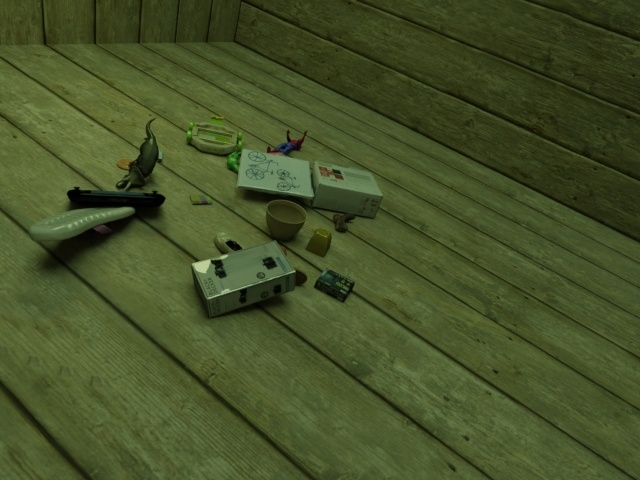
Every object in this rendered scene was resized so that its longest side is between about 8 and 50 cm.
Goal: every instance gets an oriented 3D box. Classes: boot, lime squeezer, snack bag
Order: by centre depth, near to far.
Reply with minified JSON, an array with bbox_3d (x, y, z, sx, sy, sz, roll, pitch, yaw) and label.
[{"bbox_3d":[-0.134,0.077,1.655,0.197,0.073,0.152,19,29,-5],"label":"boot"},{"bbox_3d":[0.111,-0.075,2.028,0.106,0.037,0.114,-2,33,-8],"label":"boot"},{"bbox_3d":[-0.200,-0.302,2.101,0.342,0.037,0.323,8,38,-12],"label":"snack bag"},{"bbox_3d":[-0.391,-0.379,2.202,0.109,0.059,0.310,8,34,-17],"label":"lime squeezer"}]

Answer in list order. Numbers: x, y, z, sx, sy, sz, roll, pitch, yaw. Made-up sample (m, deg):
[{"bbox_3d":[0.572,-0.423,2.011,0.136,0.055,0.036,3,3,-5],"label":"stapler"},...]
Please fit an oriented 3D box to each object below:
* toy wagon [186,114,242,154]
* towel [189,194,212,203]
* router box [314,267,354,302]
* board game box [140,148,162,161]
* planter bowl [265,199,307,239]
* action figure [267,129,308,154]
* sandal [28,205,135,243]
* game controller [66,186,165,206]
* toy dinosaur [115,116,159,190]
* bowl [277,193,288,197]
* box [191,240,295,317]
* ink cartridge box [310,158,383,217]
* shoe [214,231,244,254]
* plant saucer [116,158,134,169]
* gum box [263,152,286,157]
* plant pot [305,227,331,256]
[{"bbox_3d":[-0.533,-0.540,2.354,0.267,0.068,0.344,9,33,-15],"label":"toy wagon"},{"bbox_3d":[-0.487,-0.165,1.882,0.083,0.010,0.060,-4,38,-32],"label":"towel"},{"bbox_3d":[0.051,0.158,1.655,0.122,0.038,0.092,26,34,11],"label":"router box"},{"bbox_3d":[-0.751,-0.382,2.056,0.089,0.020,0.090,5,36,-22],"label":"board game box"},{"bbox_3d":[-0.145,-0.071,1.827,0.161,0.109,0.162,14,34,-9],"label":"planter bowl"},{"bbox_3d":[-0.165,-0.534,2.476,0.091,0.139,0.280,31,32,15],"label":"action figure"},{"bbox_3d":[-0.755,-0.040,1.481,0.169,0.102,0.416,5,14,12],"label":"sandal"},{"bbox_3d":[-0.726,-0.157,1.659,0.318,0.067,0.166,0,1,-26],"label":"game controller"},{"bbox_3d":[-0.691,-0.330,1.846,0.121,0.314,0.160,31,-1,-32],"label":"toy dinosaur"},{"bbox_3d":[-0.183,-0.248,2.118,0.142,0.053,0.142,24,33,6],"label":"bowl"},{"bbox_3d":[-0.242,0.116,1.464,0.289,0.087,0.169,-16,46,-22],"label":"box"},{"bbox_3d":[0.108,-0.252,2.200,0.309,0.130,0.272,10,32,-15],"label":"ink cartridge box"},{"bbox_3d":[-0.304,0.029,1.645,0.076,0.058,0.219,-15,46,-41],"label":"shoe"},{"bbox_3d":[-0.809,-0.321,1.943,0.083,0.013,0.084,14,33,-9],"label":"plant saucer"},{"bbox_3d":[-0.195,-0.357,2.261,0.107,0.062,0.188,-10,43,-36],"label":"gum box"},{"bbox_3d":[0.000,0.000,1.820,0.081,0.083,0.081,23,34,6],"label":"plant pot"}]
